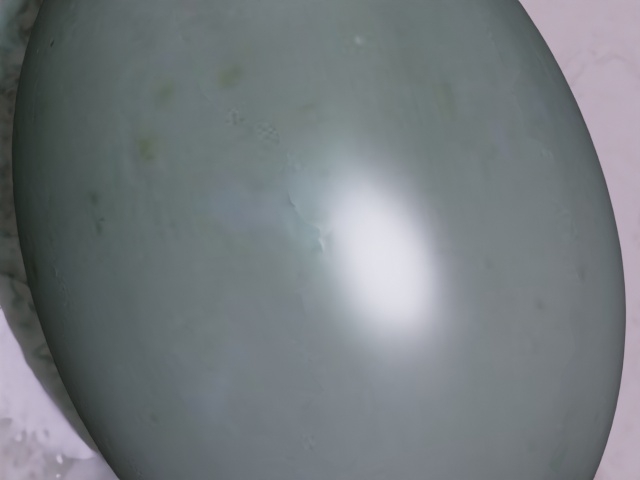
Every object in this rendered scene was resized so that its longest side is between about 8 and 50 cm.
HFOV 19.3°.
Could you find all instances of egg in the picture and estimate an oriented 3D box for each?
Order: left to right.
[{"bbox_3d":[0.000,0.000,0.659,0.203,0.203,0.282,-16,94,-13],"label":"egg"}]
